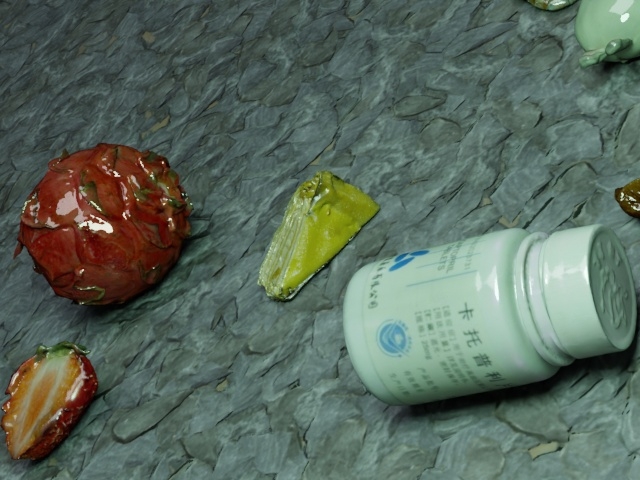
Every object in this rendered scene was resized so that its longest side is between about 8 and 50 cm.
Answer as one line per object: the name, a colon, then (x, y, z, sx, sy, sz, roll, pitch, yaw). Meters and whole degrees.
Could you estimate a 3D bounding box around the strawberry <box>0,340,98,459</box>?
strawberry: (-0.363, 0.224, 2.066, 0.147, 0.082, 0.187, -10, 49, 43)

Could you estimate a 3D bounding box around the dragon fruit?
dragon fruit: (-0.307, -0.025, 2.182, 0.252, 0.241, 0.241, -59, 35, -1)

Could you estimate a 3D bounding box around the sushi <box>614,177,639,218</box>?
sushi: (0.390, -0.051, 1.706, 0.120, 0.055, 0.052, -18, 83, 39)

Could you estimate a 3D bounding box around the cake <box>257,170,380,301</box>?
cake: (-0.002, -0.001, 2.034, 0.080, 0.116, 0.184, 19, 95, 57)

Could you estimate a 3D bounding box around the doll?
doll: (0.409, -0.319, 1.969, 0.155, 0.113, 0.275, -15, 46, 45)

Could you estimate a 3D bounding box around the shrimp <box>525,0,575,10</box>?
shrimp: (0.318, -0.368, 2.179, 0.091, 0.034, 0.161, -35, 38, -17)

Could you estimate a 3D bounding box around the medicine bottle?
medicine bottle: (0.183, 0.078, 1.646, 0.293, 0.170, 0.170, -14, 41, 30)
